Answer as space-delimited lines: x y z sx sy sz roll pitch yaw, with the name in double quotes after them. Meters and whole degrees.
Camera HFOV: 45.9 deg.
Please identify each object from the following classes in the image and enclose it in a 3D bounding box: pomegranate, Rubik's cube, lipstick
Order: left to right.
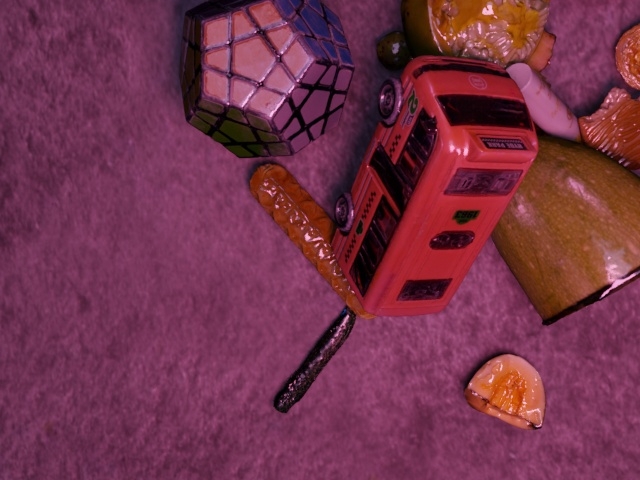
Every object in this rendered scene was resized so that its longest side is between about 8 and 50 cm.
-0.099 -0.297 1.314 0.264 0.319 0.319 -34 94 32 "Rubik's cube"
0.143 -0.342 1.393 0.073 0.073 0.084 -35 101 7 "pomegranate"
0.287 -0.373 1.307 0.341 0.260 0.260 29 99 -29 "pomegranate"
0.396 -0.222 1.310 0.059 0.264 0.059 -18 61 35 "lipstick"

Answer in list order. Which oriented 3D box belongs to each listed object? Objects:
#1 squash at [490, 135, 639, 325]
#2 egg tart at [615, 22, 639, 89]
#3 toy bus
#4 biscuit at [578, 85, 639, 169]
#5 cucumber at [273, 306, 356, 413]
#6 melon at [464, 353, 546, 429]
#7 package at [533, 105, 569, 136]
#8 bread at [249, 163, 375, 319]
0.438 -0.058 1.323 0.310 0.310 0.308 -32 80 7 "squash"
0.598 -0.335 1.373 0.129 0.049 0.128 2 100 9 "egg tart"
0.178 -0.076 1.247 0.203 0.233 0.426 -1 136 -24 "toy bus"
0.576 -0.211 1.356 0.229 0.031 0.176 -32 120 -5 "biscuit"
-0.006 0.235 1.485 0.044 0.043 0.256 36 97 -6 "cucumber"
0.360 0.286 1.454 0.160 0.079 0.128 29 80 1 "melon"
0.408 -0.222 1.406 0.077 0.033 0.110 37 103 -11 "package"
0.000 0.000 1.439 0.084 0.077 0.367 -41 92 9 "bread"
